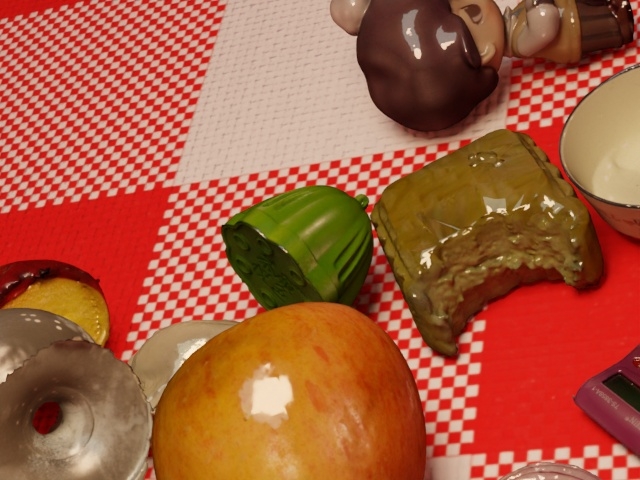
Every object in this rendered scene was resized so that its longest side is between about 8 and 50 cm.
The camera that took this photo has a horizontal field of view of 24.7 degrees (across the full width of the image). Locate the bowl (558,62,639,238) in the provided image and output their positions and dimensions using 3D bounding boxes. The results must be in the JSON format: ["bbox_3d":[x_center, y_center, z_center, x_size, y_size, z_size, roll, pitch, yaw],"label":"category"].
[{"bbox_3d":[0.405,-0.090,1.701,0.237,0.126,0.238,-15,44,15],"label":"bowl"}]

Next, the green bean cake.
[{"bbox_3d":[0.192,-0.005,1.737,0.236,0.124,0.233,-27,43,2],"label":"green bean cake"}]

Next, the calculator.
[{"bbox_3d":[0.379,0.149,1.559,0.190,0.034,0.126,-35,42,-14],"label":"calculator"}]

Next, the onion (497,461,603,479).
[{"bbox_3d":[0.237,0.347,1.377,0.227,0.120,0.283,-42,41,-16],"label":"onion"}]

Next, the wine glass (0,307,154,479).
[{"bbox_3d":[-0.332,0.195,1.653,0.238,0.238,0.323,-45,17,-17],"label":"wine glass"}]

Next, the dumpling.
[{"bbox_3d":[-0.139,0.145,1.780,0.252,0.131,0.179,-24,18,-17],"label":"dumpling"}]

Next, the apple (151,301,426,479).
[{"bbox_3d":[-0.024,0.218,1.527,0.299,0.299,0.275,-29,68,0],"label":"apple"}]

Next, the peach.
[{"bbox_3d":[-0.381,0.119,1.879,0.226,0.196,0.190,-22,71,14],"label":"peach"}]

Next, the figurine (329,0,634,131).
[{"bbox_3d":[0.218,-0.281,1.925,0.365,0.206,0.218,-23,42,7],"label":"figurine"}]

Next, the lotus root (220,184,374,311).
[{"bbox_3d":[0.000,0.000,1.747,0.186,0.186,0.186,-15,44,15],"label":"lotus root"}]
